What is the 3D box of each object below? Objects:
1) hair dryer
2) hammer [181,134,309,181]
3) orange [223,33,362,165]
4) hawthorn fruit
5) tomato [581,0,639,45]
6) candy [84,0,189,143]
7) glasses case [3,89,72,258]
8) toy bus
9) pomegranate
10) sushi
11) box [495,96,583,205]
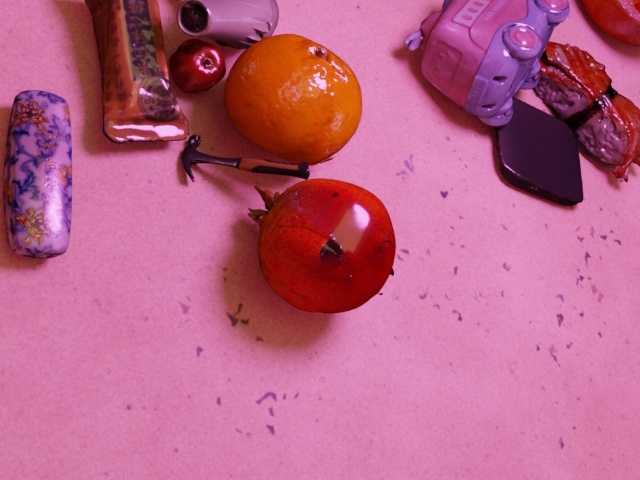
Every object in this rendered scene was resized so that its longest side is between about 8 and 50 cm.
[{"bbox_3d":[-0.199,-0.387,1.583,0.298,0.119,0.296,30,21,-14],"label":"hair dryer"},{"bbox_3d":[-0.115,-0.113,1.539,0.201,0.021,0.078,9,59,10],"label":"hammer"},{"bbox_3d":[-0.041,-0.221,1.591,0.219,0.193,0.219,43,18,-18],"label":"orange"},{"bbox_3d":[-0.191,-0.275,1.594,0.093,0.093,0.093,15,59,-27],"label":"hawthorn fruit"},{"bbox_3d":[0.699,-0.559,2.292,0.338,0.143,0.338,14,57,-23],"label":"tomato"},{"bbox_3d":[-0.278,-0.268,1.531,0.143,0.101,0.271,-2,71,-32],"label":"candy"},{"bbox_3d":[-0.385,-0.093,1.388,0.087,0.065,0.247,6,64,-28],"label":"glasses case"},{"bbox_3d":[0.310,-0.379,1.910,0.232,0.197,0.294,30,53,13],"label":"toy bus"},{"bbox_3d":[0.000,0.000,1.510,0.235,0.210,0.210,39,45,25],"label":"pomegranate"},{"bbox_3d":[0.549,-0.269,2.062,0.332,0.130,0.124,48,55,4],"label":"sushi"},{"bbox_3d":[0.423,-0.174,1.976,0.213,0.042,0.201,17,58,-26],"label":"box"}]
